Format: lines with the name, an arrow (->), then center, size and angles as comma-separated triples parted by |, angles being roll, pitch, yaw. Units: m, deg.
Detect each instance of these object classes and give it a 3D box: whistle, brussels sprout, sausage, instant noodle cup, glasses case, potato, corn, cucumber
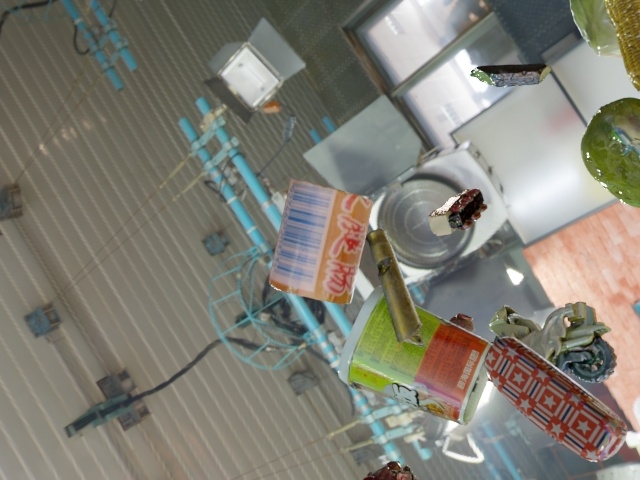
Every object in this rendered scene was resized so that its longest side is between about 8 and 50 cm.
whistle -> 0.173, 0.106, 1.386 | 0.067, 0.057, 0.327 | 21, -143, -34
brussels sprout -> 0.779, -0.637, 1.516 | 0.281, 0.289, 0.355 | 9, -103, -3
sausage -> 0.000, 0.000, 1.554 | 0.233, 0.233, 0.287 | 10, -87, -43
instant noodle cup -> 0.246, 0.292, 1.455 | 0.307, 0.294, 0.294 | 20, -151, 25
glasses case -> 0.298, 0.203, 0.772 | 0.049, 0.073, 0.194 | 4, -153, -43
potato -> 0.657, -0.180, 1.247 | 0.148, 0.186, 0.253 | -44, -65, -31
corn -> 0.671, -0.427, 1.244 | 0.101, 0.102, 0.313 | 19, -119, -38
cucumber -> 0.513, -0.448, 1.617 | 0.046, 0.219, 0.071 | 70, -152, -47

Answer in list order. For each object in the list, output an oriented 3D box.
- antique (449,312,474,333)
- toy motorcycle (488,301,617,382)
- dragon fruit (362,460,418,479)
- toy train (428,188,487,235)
antique -> 0.528, 0.328, 2.241 | 0.104, 0.104, 0.104 | 27, -134, -32
toy motorcycle -> 0.639, 0.296, 1.723 | 0.168, 0.410, 0.237 | 20, -113, -41
dragon fruit -> 0.165, 0.708, 1.500 | 0.244, 0.244, 0.299 | 7, -82, -44
toy train -> 0.278, -0.060, 1.201 | 0.138, 0.087, 0.050 | -40, -68, -43
